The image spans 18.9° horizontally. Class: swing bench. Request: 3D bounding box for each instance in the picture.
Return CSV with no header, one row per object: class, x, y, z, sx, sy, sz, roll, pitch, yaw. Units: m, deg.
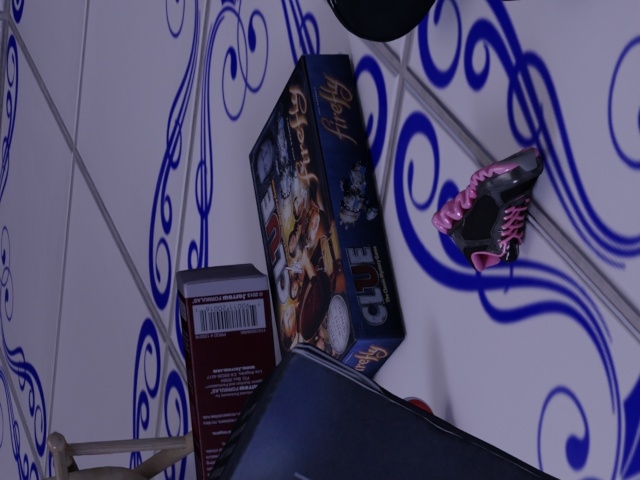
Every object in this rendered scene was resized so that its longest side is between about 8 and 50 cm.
swing bench,-0.196,0.344,1.898,0.255,0.165,0.253,123,141,-58

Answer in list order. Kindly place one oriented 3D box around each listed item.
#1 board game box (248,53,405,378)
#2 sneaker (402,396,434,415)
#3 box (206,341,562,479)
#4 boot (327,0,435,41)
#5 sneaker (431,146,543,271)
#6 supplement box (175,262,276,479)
board game box,0.000,0.000,1.511,0.165,0.042,0.243,122,142,-58
sneaker,0.076,0.165,1.302,0.067,0.042,0.118,175,87,-74
box,0.023,0.283,0.729,0.395,0.293,0.212,-63,1,-9
boot,0.080,-0.197,1.198,0.207,0.094,0.246,-112,35,-54
sneaker,0.114,-0.016,1.204,0.057,0.047,0.119,62,155,12
supplement box,-0.073,0.145,1.613,0.130,0.073,0.239,-151,56,-82
